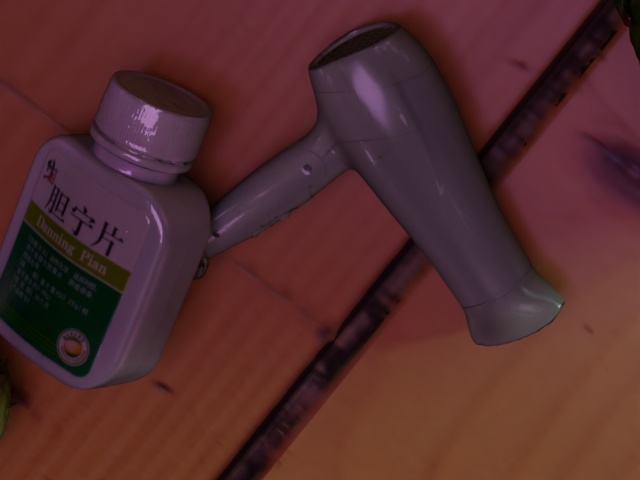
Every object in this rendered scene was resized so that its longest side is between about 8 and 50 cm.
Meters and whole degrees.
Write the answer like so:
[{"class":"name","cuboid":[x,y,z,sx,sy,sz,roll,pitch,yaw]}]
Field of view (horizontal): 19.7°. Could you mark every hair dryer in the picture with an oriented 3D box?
[{"class":"hair dryer","cuboid":[0.000,0.000,1.118,0.237,0.075,0.206,-23,106,24]}]

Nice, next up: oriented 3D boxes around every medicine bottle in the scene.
[{"class":"medicine bottle","cuboid":[-0.128,-0.008,1.119,0.119,0.069,0.183,35,110,29]}]

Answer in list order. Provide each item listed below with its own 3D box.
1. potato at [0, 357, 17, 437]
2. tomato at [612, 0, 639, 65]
[{"class":"potato","cuboid":[-0.306,0.088,1.182,0.225,0.090,0.117,9,102,6]},{"class":"tomato","cuboid":[0.280,-0.099,0.905,0.239,0.303,0.303,-17,101,18]}]
